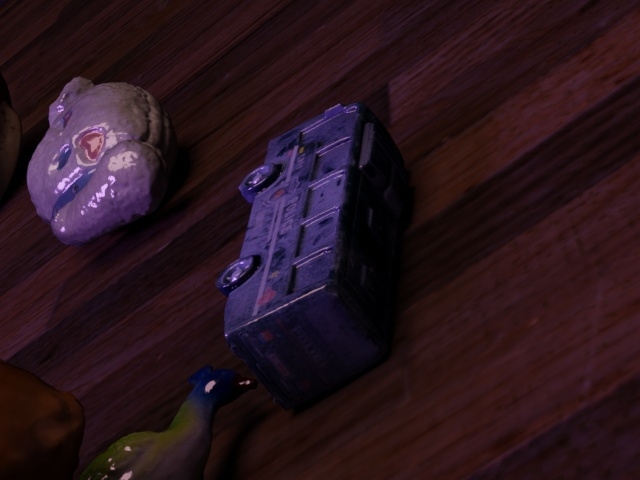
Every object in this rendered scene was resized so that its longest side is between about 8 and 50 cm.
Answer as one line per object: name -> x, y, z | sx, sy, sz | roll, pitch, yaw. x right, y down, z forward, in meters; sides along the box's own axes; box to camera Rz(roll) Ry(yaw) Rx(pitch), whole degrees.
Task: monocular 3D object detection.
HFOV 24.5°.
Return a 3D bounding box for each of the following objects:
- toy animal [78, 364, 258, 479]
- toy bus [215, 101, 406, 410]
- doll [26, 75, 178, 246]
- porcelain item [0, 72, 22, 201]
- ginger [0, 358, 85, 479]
toy animal -> -0.086, 0.127, 0.511 | 0.217, 0.041, 0.075 | -54, 22, -22
toy bus -> 0.000, 0.000, 0.607 | 0.065, 0.047, 0.166 | -28, 25, 21
doll -> -0.139, -0.051, 0.934 | 0.103, 0.071, 0.214 | -52, 28, 6
porcelain item -> -0.374, -0.065, 1.256 | 0.253, 0.253, 0.253 | -36, 21, 15
ginger -> -0.227, 0.150, 0.540 | 0.357, 0.152, 0.274 | -40, -9, 34
